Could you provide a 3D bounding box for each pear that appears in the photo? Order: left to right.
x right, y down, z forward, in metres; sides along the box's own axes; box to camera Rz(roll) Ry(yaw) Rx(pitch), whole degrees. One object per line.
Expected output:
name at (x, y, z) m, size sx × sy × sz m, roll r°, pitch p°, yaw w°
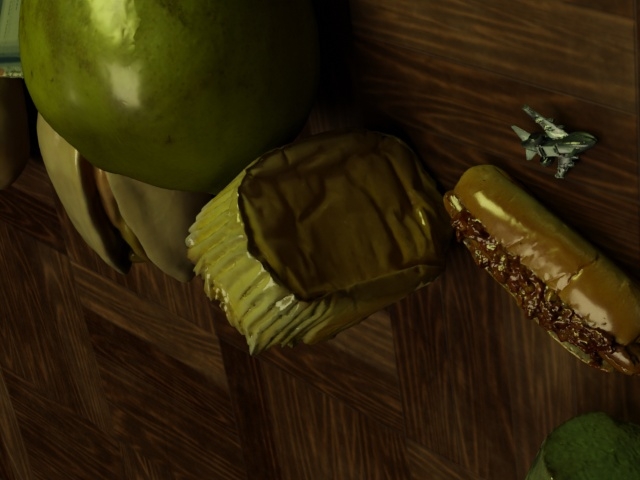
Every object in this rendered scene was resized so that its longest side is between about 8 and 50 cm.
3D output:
pear at (-0.143, -0.222, 1.413) m, size 0.287 × 0.287 × 0.375 m, roll 22°, pitch 119°, yaw 43°

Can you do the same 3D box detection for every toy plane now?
toy plane at (0.201, -0.082, 1.276) m, size 0.083 × 0.031 × 0.078 m, roll 11°, pitch 140°, yaw 52°

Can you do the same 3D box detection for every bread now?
bread at (0.000, 0.000, 1.412) m, size 0.133 × 0.250 × 0.179 m, roll -29°, pitch 84°, yaw 52°

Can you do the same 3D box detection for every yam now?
yam at (0.250, 0.279, 1.390) m, size 0.161 × 0.161 × 0.268 m, roll 41°, pitch 143°, yaw 25°

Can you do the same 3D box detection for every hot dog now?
hot dog at (0.202, 0.031, 1.325) m, size 0.249 × 0.076 × 0.102 m, roll 44°, pitch 141°, yaw 22°

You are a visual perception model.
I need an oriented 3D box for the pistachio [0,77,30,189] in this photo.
pistachio at (-0.497, -0.194, 1.962) m, size 0.230 × 0.230 × 0.308 m, roll 24°, pitch 139°, yaw 41°

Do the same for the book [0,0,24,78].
book at (-0.305, -0.292, 1.672) m, size 0.322 × 0.018 × 0.228 m, roll 9°, pitch 89°, yaw 50°

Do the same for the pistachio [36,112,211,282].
pistachio at (-0.215, -0.092, 1.708) m, size 0.187 × 0.187 × 0.299 m, roll 26°, pitch 141°, yaw 40°
